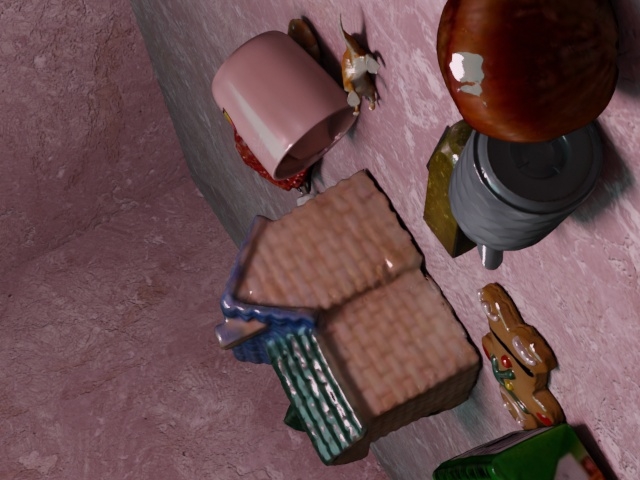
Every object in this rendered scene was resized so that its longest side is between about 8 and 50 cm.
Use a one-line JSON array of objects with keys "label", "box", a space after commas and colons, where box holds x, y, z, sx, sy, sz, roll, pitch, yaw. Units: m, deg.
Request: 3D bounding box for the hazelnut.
[{"label": "hazelnut", "box": [0.201, -0.197, 1.182, 0.178, 0.178, 0.204, 178, 96, -78]}]

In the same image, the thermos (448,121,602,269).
[{"label": "thermos", "box": [0.221, -0.077, 1.439, 0.286, 0.145, 0.182, 110, 161, -77]}]

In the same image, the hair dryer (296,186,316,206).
[{"label": "hair dryer", "box": [0.000, 0.000, 2.701, 0.107, 0.173, 0.357, -21, 74, 41]}]

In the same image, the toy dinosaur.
[{"label": "toy dinosaur", "box": [0.059, -0.283, 1.933, 0.142, 0.057, 0.212, -99, 2, -58]}]

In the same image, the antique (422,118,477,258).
[{"label": "antique", "box": [0.197, -0.075, 1.668, 0.081, 0.080, 0.221, 54, 164, 28]}]

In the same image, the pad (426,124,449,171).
[{"label": "pad", "box": [0.201, -0.092, 1.827, 0.116, 0.004, 0.193, 61, 170, 10]}]

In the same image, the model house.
[{"label": "model house", "box": [0.016, 0.182, 2.315, 0.445, 0.400, 0.395, 58, 166, 17]}]

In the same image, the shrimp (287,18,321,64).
[{"label": "shrimp", "box": [-0.030, -0.329, 2.201, 0.091, 0.043, 0.184, 55, 166, 17]}]

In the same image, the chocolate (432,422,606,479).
[{"label": "chocolate", "box": [0.360, 0.461, 1.929, 0.341, 0.161, 0.360, 56, 166, 5]}]

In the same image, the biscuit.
[{"label": "biscuit", "box": [0.312, 0.211, 1.941, 0.197, 0.049, 0.301, 56, 169, 38]}]

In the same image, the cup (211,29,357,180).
[{"label": "cup", "box": [-0.061, -0.238, 2.150, 0.200, 0.191, 0.253, 50, -171, 12]}]

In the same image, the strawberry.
[{"label": "strawberry", "box": [-0.109, -0.185, 2.594, 0.233, 0.137, 0.306, 51, 156, 27]}]
